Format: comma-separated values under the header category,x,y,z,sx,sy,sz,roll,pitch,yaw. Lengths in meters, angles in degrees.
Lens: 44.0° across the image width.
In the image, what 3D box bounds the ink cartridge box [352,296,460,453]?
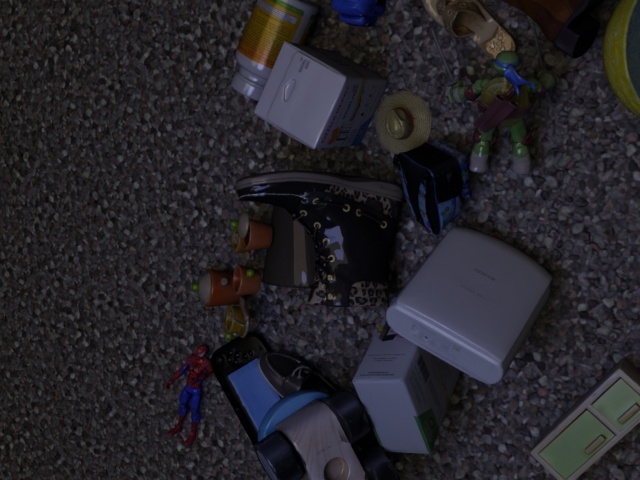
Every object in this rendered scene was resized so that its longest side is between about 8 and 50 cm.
category,x,y,z,sx,sy,sz,roll,pitch,yaw
ink cartridge box,0.192,0.274,1.667,0.117,0.278,0.201,-6,121,30

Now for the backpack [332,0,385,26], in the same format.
category,x,y,z,sx,sy,sz,roll,pitch,yaw
backpack,0.083,-0.517,1.716,0.098,0.120,0.101,11,102,24

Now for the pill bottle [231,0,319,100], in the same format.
category,x,y,z,sx,sy,sz,roll,pitch,yaw
pill bottle,-0.113,-0.449,1.816,0.136,0.136,0.245,34,111,19

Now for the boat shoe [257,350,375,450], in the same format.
category,x,y,z,sx,sy,sz,roll,pitch,yaw
boat shoe,-0.001,0.368,1.897,0.335,0.112,0.095,42,127,7

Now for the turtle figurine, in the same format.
category,x,y,z,sx,sy,sz,roll,pitch,yaw
turtle figurine,0.369,-0.284,1.598,0.274,0.198,0.266,-124,23,-51

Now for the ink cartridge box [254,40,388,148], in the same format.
category,x,y,z,sx,sy,sz,roll,pitch,yaw
ink cartridge box,0.005,-0.312,1.723,0.168,0.233,0.171,32,111,19

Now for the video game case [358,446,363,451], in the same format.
category,x,y,z,sx,sy,sz,roll,pitch,yaw
video game case,0.055,0.535,1.881,0.183,0.023,0.201,41,141,4

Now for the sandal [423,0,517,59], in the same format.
category,x,y,z,sx,sy,sz,roll,pitch,yaw
sandal,0.302,-0.457,1.637,0.240,0.079,0.088,42,114,15

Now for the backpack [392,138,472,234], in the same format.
category,x,y,z,sx,sy,sz,roll,pitch,yaw
backpack,0.245,-0.108,1.686,0.158,0.117,0.173,44,153,57

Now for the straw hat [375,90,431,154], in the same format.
category,x,y,z,sx,sy,sz,roll,pitch,yaw
straw hat,0.172,-0.257,1.744,0.145,0.061,0.144,5,100,27

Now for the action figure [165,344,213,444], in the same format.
category,x,y,z,sx,sy,sz,roll,pitch,yaw
action figure,-0.356,0.409,2.077,0.092,0.139,0.280,21,104,21

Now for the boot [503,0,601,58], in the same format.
category,x,y,z,sx,sy,sz,roll,pitch,yaw
boot,0.429,-0.520,1.485,0.280,0.096,0.264,50,161,26

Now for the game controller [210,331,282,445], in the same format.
category,x,y,z,sx,sy,sz,roll,pitch,yaw
game controller,-0.150,0.393,2.005,0.166,0.067,0.319,-33,83,27

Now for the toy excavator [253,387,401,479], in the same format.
category,x,y,z,sx,sy,sz,roll,pitch,yaw
toy excavator,-0.016,0.512,1.762,0.432,0.222,0.445,64,161,-13

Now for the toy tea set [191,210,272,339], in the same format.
category,x,y,z,sx,sy,sz,roll,pitch,yaw
toy tea set,-0.220,0.066,1.895,0.200,0.124,0.336,-120,41,-55

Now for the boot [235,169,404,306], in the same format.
category,x,y,z,sx,sy,sz,roll,pitch,yaw
boot,0.000,0.000,1.710,0.138,0.378,0.284,176,97,-68

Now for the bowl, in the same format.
category,x,y,z,sx,sy,sz,roll,pitch,yaw
bowl,0.613,-0.343,1.437,0.156,0.290,0.289,-162,69,-68

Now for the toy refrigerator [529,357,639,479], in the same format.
category,x,y,z,sx,sy,sz,roll,pitch,yaw
toy refrigerator,0.563,0.376,1.626,0.102,0.094,0.269,44,114,15

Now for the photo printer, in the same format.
category,x,y,z,sx,sy,sz,roll,pitch,yaw
photo printer,0.315,0.112,1.604,0.256,0.307,0.107,30,141,17

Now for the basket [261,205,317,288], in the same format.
category,x,y,z,sx,sy,sz,roll,pitch,yaw
basket,-0.044,-0.012,1.846,0.204,0.154,0.226,4,96,35
